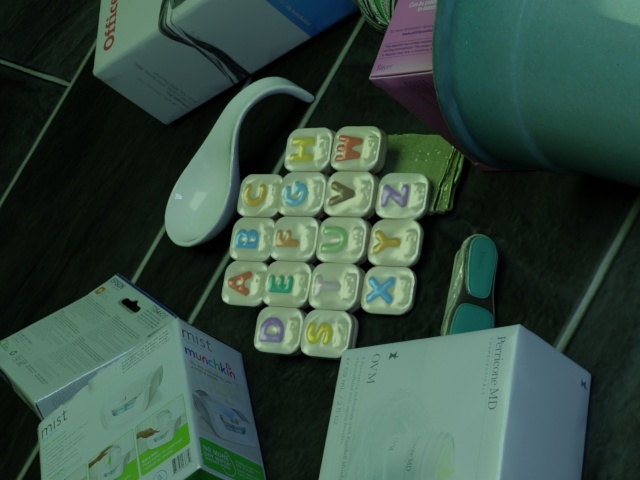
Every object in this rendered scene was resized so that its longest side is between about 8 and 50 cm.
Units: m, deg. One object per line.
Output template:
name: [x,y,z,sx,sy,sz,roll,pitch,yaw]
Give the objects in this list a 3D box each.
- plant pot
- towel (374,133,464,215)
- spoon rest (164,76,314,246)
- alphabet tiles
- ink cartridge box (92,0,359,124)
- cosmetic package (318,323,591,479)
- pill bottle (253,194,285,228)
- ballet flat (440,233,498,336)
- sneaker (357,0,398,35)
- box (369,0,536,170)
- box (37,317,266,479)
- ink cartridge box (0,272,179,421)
plant pot: [0.340,-0.181,1.228,0.334,0.341,0.341,26,84,43]
towel: [0.111,-0.078,1.607,0.148,0.027,0.110,3,67,46]
spoon rest: [-0.125,-0.113,1.831,0.276,0.084,0.137,-54,39,1]
alphabet tiles: [0.000,0.000,1.610,0.278,0.021,0.284,2,78,36]
ink cartridge box: [-0.139,-0.391,1.973,0.395,0.166,0.285,-27,47,32]
cosmetic package: [0.125,0.219,1.299,0.225,0.138,0.224,-12,56,39]
pill bottle: [-0.049,-0.029,1.707,0.116,0.065,0.065,-45,40,14]
ballet flat: [0.159,0.074,1.443,0.052,0.057,0.168,135,154,-60]
sneaker: [0.131,-0.298,1.689,0.146,0.134,0.343,108,150,-43]
box: [0.196,-0.231,1.476,0.117,0.213,0.243,0,64,46]
box: [-0.212,0.265,1.622,0.262,0.127,0.231,-38,41,21]
ink cartridge box: [-0.324,0.145,1.840,0.224,0.045,0.223,-31,28,-19]
